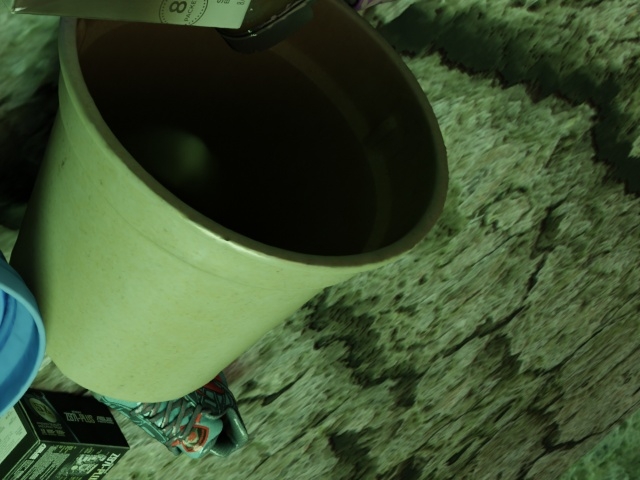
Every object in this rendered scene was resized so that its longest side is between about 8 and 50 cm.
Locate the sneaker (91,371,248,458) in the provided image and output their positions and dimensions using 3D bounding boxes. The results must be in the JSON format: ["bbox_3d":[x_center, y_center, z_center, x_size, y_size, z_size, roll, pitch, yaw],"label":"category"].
[{"bbox_3d":[-0.160,0.184,1.481,0.104,0.125,0.262,-44,149,10],"label":"sneaker"}]

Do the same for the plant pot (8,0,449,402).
[{"bbox_3d":[-0.114,-0.031,1.101,0.334,0.334,0.305,-7,150,-40],"label":"plant pot"}]

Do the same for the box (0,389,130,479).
[{"bbox_3d":[-0.330,0.258,1.453,0.180,0.077,0.147,-47,148,17],"label":"box"}]

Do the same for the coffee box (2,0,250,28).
[{"bbox_3d":[-0.088,-0.279,0.742,0.168,0.119,0.297,-3,132,-41],"label":"coffee box"}]

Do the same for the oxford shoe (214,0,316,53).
[{"bbox_3d":[0.002,-0.233,0.928,0.227,0.083,0.096,-41,144,3],"label":"oxford shoe"}]

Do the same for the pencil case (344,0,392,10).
[{"bbox_3d":[0.097,-0.269,1.181,0.206,0.086,0.088,-21,111,-29],"label":"pencil case"}]

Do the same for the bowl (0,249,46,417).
[{"bbox_3d":[-0.416,0.100,1.011,0.391,0.077,0.391,-20,152,-11],"label":"bowl"}]
